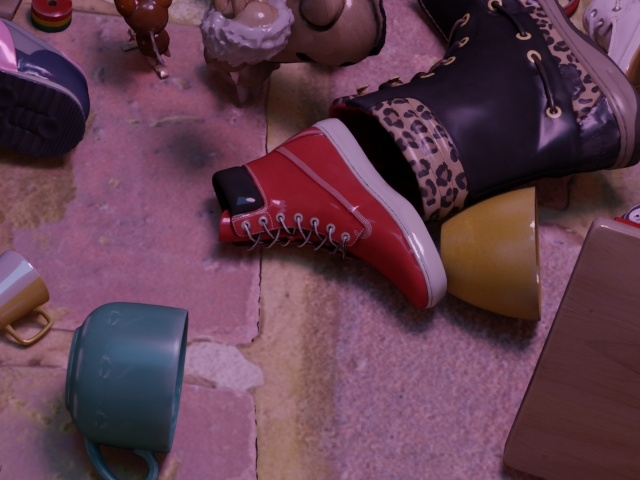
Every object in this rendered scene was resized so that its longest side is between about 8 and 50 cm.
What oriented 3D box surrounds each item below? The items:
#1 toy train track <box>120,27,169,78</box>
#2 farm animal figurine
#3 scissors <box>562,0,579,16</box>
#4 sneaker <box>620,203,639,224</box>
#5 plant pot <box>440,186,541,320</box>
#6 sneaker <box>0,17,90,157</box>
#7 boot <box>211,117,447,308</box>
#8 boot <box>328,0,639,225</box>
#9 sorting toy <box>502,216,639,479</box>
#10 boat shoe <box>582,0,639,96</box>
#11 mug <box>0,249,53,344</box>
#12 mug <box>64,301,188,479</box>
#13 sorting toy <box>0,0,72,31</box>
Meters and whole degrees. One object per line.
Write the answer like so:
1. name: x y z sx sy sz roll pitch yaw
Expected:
1. toy train track: -0.191 -0.212 1.831 0.048 0.014 0.083 -19 56 -26
2. farm animal figurine: -0.042 -0.243 1.776 0.330 0.172 0.327 -24 21 -32
3. scissors: 0.245 -0.224 1.933 0.109 0.021 0.297 14 49 -2
4. sneaker: 0.348 0.056 1.662 0.163 0.086 0.226 31 52 17
5. plant pot: 0.170 0.015 1.644 0.095 0.134 0.134 -2 47 10
6. sneaker: -0.382 -0.200 1.683 0.319 0.112 0.131 31 27 -18
7. boot: 0.000 0.000 1.647 0.176 0.088 0.244 -26 59 -22
8. boot: 0.138 -0.173 1.787 0.284 0.138 0.377 -22 53 -22
9. sorting toy: 0.330 0.120 1.510 0.257 0.255 0.089 18 23 1
10. boat shoe: 0.354 -0.247 1.930 0.096 0.098 0.277 10 41 17
11. mug: -0.294 0.056 1.545 0.078 0.062 0.064 33 59 25
12. mug: -0.175 0.130 1.457 0.097 0.129 0.157 8 49 -1
13. sorting toy: -0.401 -0.324 1.863 0.275 0.046 0.132 15 48 1
